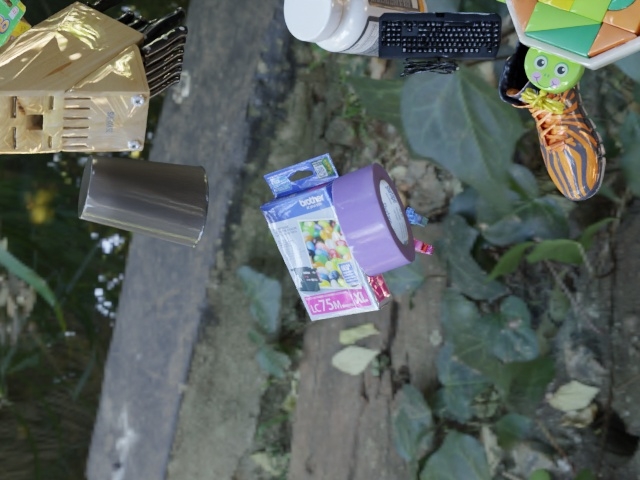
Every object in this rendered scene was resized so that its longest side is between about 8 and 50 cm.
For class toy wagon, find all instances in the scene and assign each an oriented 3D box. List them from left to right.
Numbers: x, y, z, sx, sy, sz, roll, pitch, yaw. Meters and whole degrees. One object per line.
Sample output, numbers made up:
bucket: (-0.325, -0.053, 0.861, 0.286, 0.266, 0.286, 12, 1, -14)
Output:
toy wagon: (0.379, -0.347, 1.279, 0.267, 0.068, 0.344, 28, 102, 26)

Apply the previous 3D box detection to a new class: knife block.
knife block: (-0.284, -0.211, 1.037, 0.088, 0.276, 0.242, 108, 149, -44)

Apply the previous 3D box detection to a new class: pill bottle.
pill bottle: (0.072, -0.453, 1.803, 0.162, 0.278, 0.162, 5, 97, 45)

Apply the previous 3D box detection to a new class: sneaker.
sneaker: (0.411, -0.227, 1.665, 0.125, 0.180, 0.321, -24, 74, 42)

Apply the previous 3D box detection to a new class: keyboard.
keyboard: (0.186, -0.306, 1.413, 0.038, 0.192, 0.100, -71, -19, -75)

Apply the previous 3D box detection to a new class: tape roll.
tape roll: (0.096, -0.037, 1.607, 0.080, 0.189, 0.189, -20, 69, 18)

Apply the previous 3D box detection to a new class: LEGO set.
LEGO set: (0.151, -0.043, 2.052, 0.227, 0.093, 0.087, 15, 84, 40)

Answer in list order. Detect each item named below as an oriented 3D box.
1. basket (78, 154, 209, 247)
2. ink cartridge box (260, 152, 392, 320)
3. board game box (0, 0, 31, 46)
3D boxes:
basket: (-0.355, -0.088, 1.796, 0.204, 0.227, 0.154, -113, 39, -54)
ink cartridge box: (0.000, 0.000, 1.762, 0.186, 0.065, 0.311, -14, 103, 42)
board game box: (-0.599, -0.322, 1.584, 0.124, 0.039, 0.259, 45, 106, 33)
